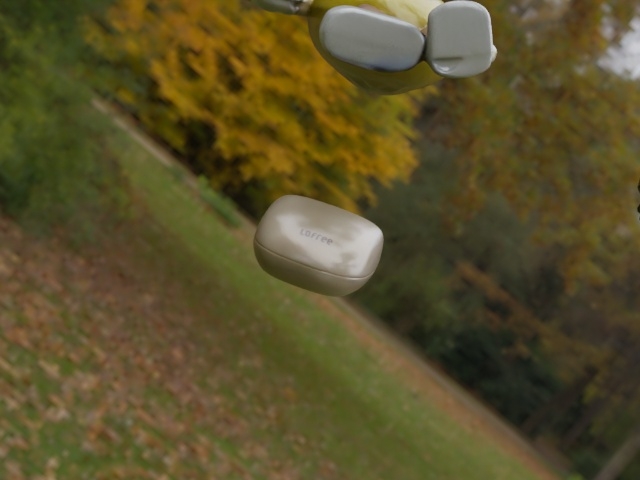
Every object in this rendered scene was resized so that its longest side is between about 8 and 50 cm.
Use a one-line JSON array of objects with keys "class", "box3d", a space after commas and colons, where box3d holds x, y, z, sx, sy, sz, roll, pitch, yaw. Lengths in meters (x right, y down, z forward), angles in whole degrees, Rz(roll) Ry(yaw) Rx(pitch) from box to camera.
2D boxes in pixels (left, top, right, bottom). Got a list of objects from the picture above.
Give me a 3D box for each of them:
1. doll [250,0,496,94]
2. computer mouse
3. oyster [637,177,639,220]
[{"class": "doll", "box3d": [0.070, -0.272, 2.027, 0.348, 0.161, 0.423, 11, 9, -38]}, {"class": "computer mouse", "box3d": [0.000, 0.000, 1.828, 0.145, 0.082, 0.236, 19, 13, 6]}, {"class": "oyster", "box3d": [0.443, -0.130, 1.542, 0.221, 0.361, 0.096, 14, 16, 15]}]
